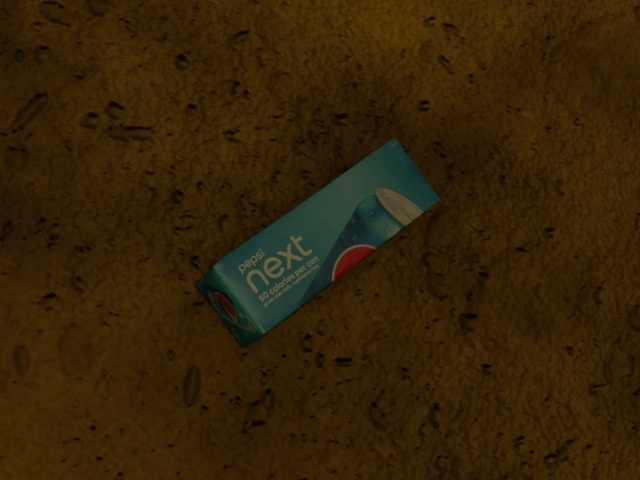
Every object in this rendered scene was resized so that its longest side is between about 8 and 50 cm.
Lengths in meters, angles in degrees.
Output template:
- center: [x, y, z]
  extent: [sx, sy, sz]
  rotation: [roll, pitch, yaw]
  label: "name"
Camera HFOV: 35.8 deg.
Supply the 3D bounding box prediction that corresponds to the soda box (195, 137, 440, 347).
- center: [0.000, 0.000, 0.854]
  extent: [0.210, 0.067, 0.071]
  rotation: [-36, 89, -25]
  label: "soda box"
